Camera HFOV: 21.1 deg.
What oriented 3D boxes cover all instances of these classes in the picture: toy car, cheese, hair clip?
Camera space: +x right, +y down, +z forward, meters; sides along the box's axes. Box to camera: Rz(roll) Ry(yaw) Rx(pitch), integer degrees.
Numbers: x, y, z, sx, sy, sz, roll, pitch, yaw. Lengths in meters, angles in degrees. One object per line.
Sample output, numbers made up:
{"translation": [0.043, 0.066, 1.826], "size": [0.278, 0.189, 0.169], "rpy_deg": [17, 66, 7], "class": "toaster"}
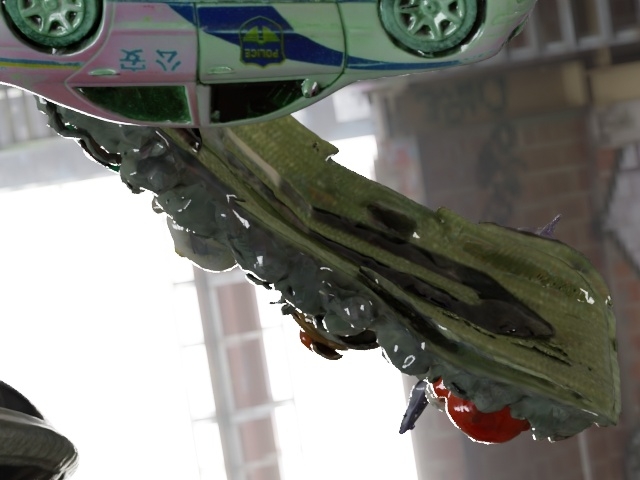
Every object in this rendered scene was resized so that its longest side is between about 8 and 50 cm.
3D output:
{"translation": [-0.029, -0.086, 0.647], "size": [0.224, 0.076, 0.090], "rpy_deg": [2, -152, 7], "class": "toy car"}
{"translation": [0.115, 0.054, 1.211], "size": [0.191, 0.042, 0.105], "rpy_deg": [-48, 167, -23], "class": "cheese"}
{"translation": [-0.002, 0.001, 0.793], "size": [0.091, 0.321, 0.138], "rpy_deg": [-47, -162, 31], "class": "hair clip"}

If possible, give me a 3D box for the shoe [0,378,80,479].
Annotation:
{"translation": [-0.167, 0.042, 0.521], "size": [0.099, 0.112, 0.227], "rpy_deg": [-39, 154, 17], "class": "shoe"}
